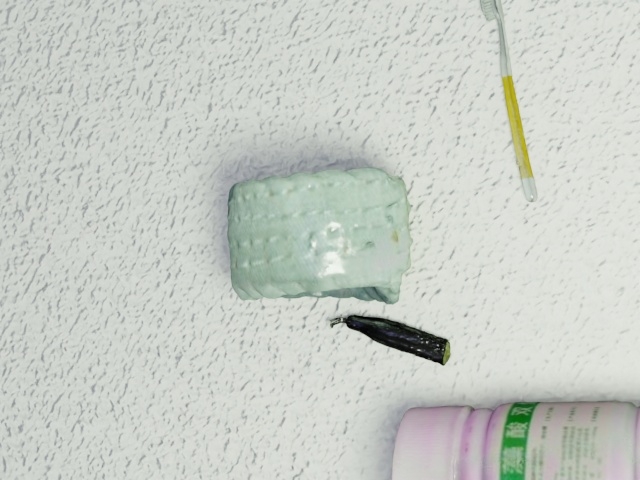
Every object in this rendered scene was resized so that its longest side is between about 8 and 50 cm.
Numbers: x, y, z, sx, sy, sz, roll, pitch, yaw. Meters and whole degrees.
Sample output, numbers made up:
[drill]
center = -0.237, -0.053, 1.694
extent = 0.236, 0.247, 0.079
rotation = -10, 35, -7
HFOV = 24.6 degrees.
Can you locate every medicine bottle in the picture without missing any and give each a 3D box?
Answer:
[medicine bottle]
center = 0.266, 0.300, 1.777
extent = 0.325, 0.212, 0.212
rotation = -3, 87, 20

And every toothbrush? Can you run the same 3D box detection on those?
[toothbrush]
center = 0.244, -0.190, 1.898
extent = 0.024, 0.021, 0.288
rotation = -13, 84, 29

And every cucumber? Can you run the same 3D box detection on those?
[cucumber]
center = 0.093, 0.126, 1.934
extent = 0.163, 0.043, 0.039
rotation = 19, 137, 21

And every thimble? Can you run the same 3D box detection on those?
[thimble]
center = 0.000, 0.000, 1.878
extent = 0.250, 0.205, 0.172
rotation = -3, 87, 25
